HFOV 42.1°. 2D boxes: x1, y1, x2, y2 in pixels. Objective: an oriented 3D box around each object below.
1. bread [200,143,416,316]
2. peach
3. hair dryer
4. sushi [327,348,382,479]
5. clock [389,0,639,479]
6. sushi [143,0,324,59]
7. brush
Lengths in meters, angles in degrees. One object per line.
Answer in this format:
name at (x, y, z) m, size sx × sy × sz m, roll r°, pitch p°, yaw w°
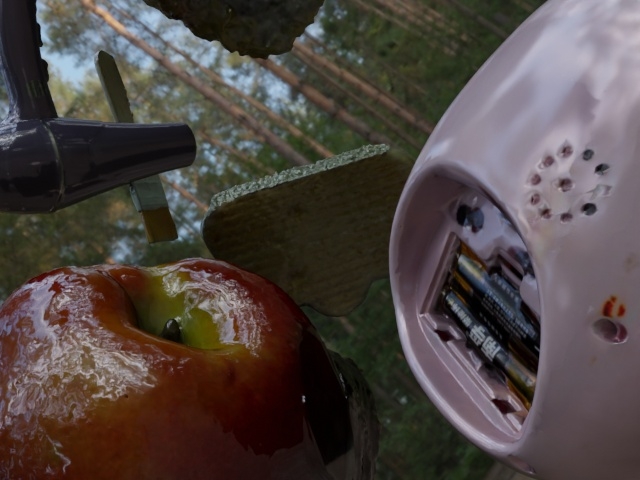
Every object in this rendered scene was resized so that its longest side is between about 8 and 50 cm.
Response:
bread at (0.000, 0.000, 1.054) m, size 0.287 × 0.207 × 0.056 m, roll -13°, pitch 19°, yaw -3°
peach at (-0.126, 0.200, 0.788) m, size 0.335 × 0.310 × 0.405 m, roll -72°, pitch -31°, yaw -69°
hair dryer at (-0.311, -0.220, 1.013) m, size 0.301 × 0.121 × 0.361 m, roll -15°, pitch -76°, yaw -37°
sushi at (-0.041, 0.311, 1.119) m, size 0.207 × 0.234 × 0.348 m, roll 45°, pitch -132°, yaw -58°
clock at (0.212, -0.016, 0.616) m, size 0.251 × 0.368 × 0.376 m, roll 1°, pitch -61°, yaw -25°
sushi at (-0.129, -0.456, 1.014) m, size 0.396 × 0.240 × 0.351 m, roll 31°, pitch -71°, yaw -33°
brush at (-0.313, -0.156, 1.383) m, size 0.020 × 0.336 × 0.085 m, roll -19°, pitch -2°, yaw 28°
